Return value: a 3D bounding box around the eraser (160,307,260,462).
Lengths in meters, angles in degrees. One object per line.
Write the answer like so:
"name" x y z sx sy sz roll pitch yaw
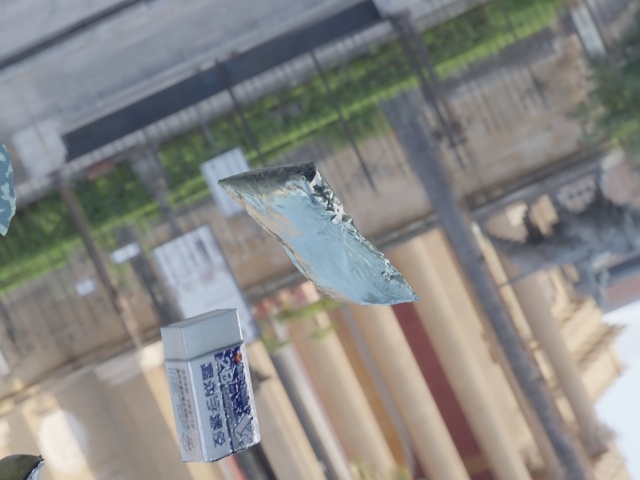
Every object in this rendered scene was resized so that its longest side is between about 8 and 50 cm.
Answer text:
"eraser" -0.165 0.218 2.320 0.068 0.210 0.124 -3 -171 45

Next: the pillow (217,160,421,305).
"pillow" 0.000 0.000 1.690 0.148 0.230 0.050 5 -126 48

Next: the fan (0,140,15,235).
"fan" -0.512 -0.111 2.207 0.131 0.240 0.009 -43 173 13

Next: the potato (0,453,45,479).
"potato" -0.407 0.372 1.855 0.100 0.261 0.120 21 -150 20

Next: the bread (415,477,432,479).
"bread" 0.132 0.378 2.140 0.083 0.044 0.111 -53 -176 39
